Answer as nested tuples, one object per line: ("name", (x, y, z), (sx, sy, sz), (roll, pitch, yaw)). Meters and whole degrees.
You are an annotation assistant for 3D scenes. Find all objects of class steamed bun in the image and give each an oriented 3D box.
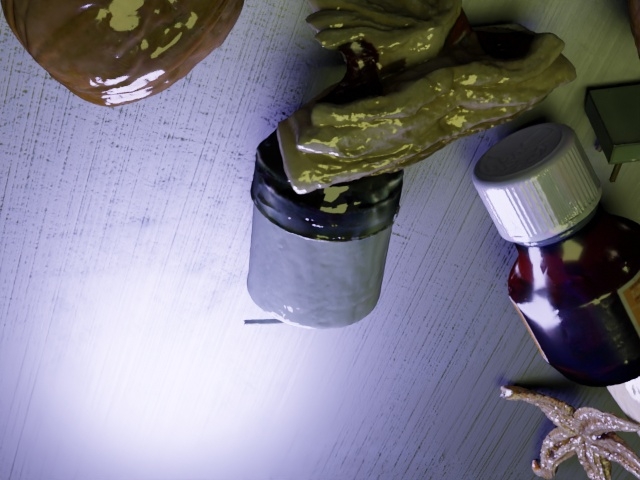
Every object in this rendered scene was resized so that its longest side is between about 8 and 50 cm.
("steamed bun", (0.117, -0.253, 1.321), (0.428, 0.247, 0.189), (-20, 139, -11))

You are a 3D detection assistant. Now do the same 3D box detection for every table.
("table", (0.533, -0.163, 1.486), (0.240, 0.121, 0.111), (-7, 142, -2))

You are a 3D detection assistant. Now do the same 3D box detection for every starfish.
("starfish", (0.467, 0.367, 1.784), (0.094, 0.327, 0.375), (-40, 160, -28))

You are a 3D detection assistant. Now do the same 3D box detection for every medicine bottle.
("medicine bottle", (0.394, 0.017, 1.516), (0.243, 0.242, 0.395), (-25, 118, 9))

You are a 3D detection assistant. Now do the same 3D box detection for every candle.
("candle", (0.000, 0.000, 1.468), (0.221, 0.221, 0.342), (0, 127, -8))

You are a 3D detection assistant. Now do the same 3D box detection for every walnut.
("walnut", (-0.232, -0.319, 1.199), (0.313, 0.252, 0.277), (-38, 121, 6))

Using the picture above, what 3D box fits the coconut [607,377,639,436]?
("coconut", (0.654, 0.251, 1.654), (0.329, 0.328, 0.328), (-3, 124, -5))

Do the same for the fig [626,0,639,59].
("fig", (0.495, -0.395, 1.292), (0.286, 0.286, 0.368), (-37, 90, 17))
